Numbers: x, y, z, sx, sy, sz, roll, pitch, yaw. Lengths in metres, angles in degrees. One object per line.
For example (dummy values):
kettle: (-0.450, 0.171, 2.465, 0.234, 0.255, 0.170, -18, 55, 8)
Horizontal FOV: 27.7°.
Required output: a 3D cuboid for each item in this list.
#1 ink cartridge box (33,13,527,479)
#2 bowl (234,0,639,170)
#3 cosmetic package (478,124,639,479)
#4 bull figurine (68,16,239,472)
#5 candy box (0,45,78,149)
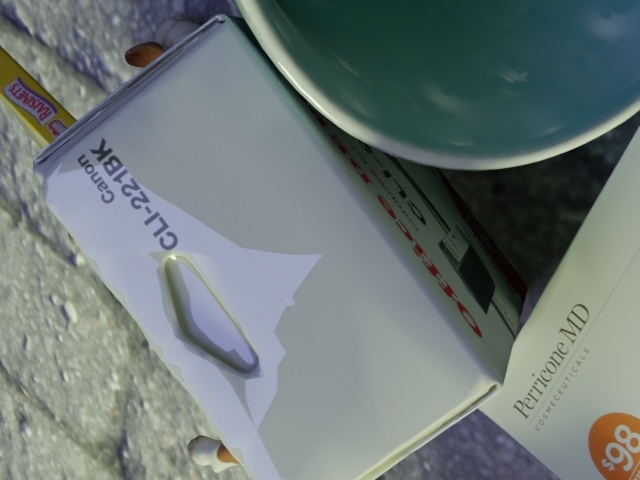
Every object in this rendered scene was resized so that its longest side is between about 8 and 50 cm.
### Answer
ink cartridge box: (0.000, 0.000, 0.660, 0.114, 0.273, 0.197, -37, 88, 14)
bowl: (0.051, -0.203, 0.574, 0.163, 0.312, 0.311, 35, 130, 51)
cosmetic package: (0.268, 0.027, 0.583, 0.284, 0.097, 0.377, 42, 130, 25)
bull figurine: (-0.071, 0.006, 0.874, 0.188, 0.101, 0.310, -39, 74, 51)
candy box: (-0.132, -0.036, 0.782, 0.206, 0.027, 0.105, 41, 171, 38)
